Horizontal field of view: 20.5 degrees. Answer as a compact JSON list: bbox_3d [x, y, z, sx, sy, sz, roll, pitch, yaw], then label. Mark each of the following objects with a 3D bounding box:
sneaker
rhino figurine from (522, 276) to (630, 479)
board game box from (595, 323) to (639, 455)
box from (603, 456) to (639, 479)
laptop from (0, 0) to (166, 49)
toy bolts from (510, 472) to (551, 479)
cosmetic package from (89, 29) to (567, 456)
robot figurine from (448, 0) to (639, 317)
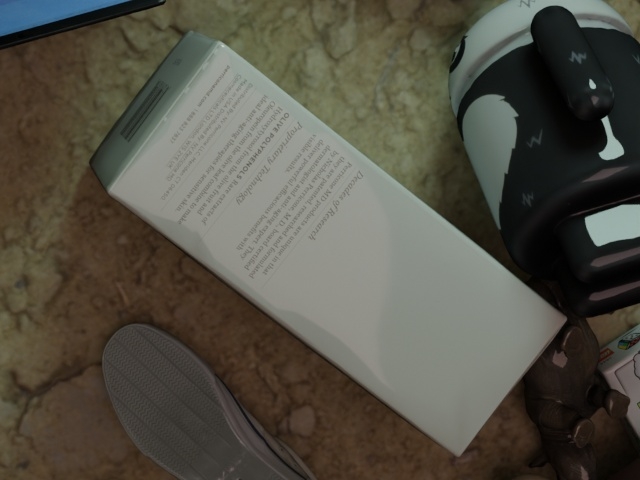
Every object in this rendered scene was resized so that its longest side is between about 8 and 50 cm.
[{"bbox_3d":[-0.091,0.178,1.535,0.094,0.091,0.258,-41,84,3],"label":"sneaker"},{"bbox_3d":[0.220,0.138,1.574,0.073,0.106,0.243,-18,115,-22],"label":"rhino figurine"},{"bbox_3d":[0.403,0.188,1.649,0.193,0.053,0.305,-33,104,-4],"label":"board game box"},{"bbox_3d":[0.371,0.262,1.527,0.203,0.168,0.167,-32,119,-2],"label":"box"},{"bbox_3d":[-0.274,-0.286,1.389,0.234,0.136,0.264,-17,102,-9],"label":"laptop"},{"bbox_3d":[0.155,0.316,1.547,0.228,0.218,0.158,-33,118,-12],"label":"toy bolts"},{"bbox_3d":[0.000,0.000,1.464,0.365,0.197,0.155,37,90,-16],"label":"cosmetic package"},{"bbox_3d":[0.207,-0.077,1.460,0.173,0.278,0.209,7,142,-36],"label":"robot figurine"}]
